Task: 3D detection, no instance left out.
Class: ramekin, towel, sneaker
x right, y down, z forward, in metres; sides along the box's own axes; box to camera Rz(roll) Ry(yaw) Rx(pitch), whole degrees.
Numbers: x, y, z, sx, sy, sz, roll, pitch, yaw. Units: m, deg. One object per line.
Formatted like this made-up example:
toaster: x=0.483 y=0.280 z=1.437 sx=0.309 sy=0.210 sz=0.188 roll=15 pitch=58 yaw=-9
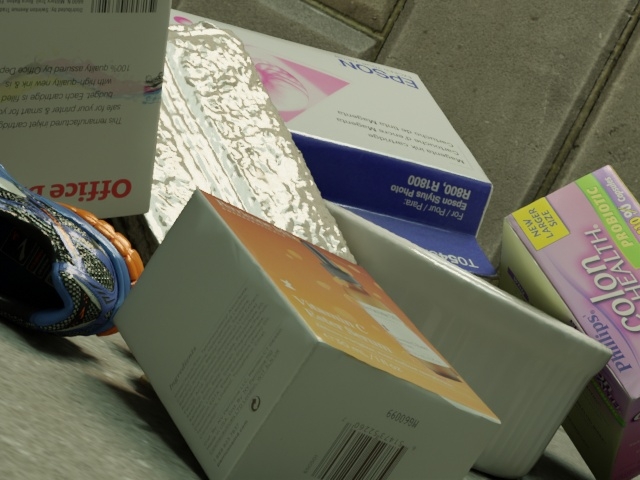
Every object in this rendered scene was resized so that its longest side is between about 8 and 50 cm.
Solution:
ramekin: x=0.091 y=0.086 z=1.364 sx=0.277 sy=0.135 sz=0.277 roll=28 pitch=2 yaw=-1
towel: x=-0.095 y=-0.069 z=1.257 sx=0.187 sy=0.049 sz=0.282 roll=-2 pitch=52 yaw=-39
sneaker: x=-0.204 y=-0.014 z=0.911 sx=0.221 sy=0.083 sz=0.087 roll=25 pitch=10 yaw=7

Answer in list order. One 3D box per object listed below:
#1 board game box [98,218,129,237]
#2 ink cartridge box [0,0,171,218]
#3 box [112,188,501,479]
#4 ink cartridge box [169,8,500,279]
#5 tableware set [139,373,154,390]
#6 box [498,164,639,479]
board game box: x=-0.185 y=-0.007 z=1.287 sx=0.160 sy=0.047 sz=0.210 roll=26 pitch=3 yaw=-29
ink cartridge box: x=-0.218 y=-0.142 z=1.111 sx=0.171 sy=0.232 sz=0.168 roll=-6 pitch=23 yaw=-38
box: x=-0.012 y=0.067 z=0.851 sx=0.130 sy=0.091 sz=0.170 roll=25 pitch=14 yaw=-35
ink cartridge box: x=-0.002 y=-0.104 z=1.593 sx=0.324 sy=0.071 sz=0.330 roll=12 pitch=26 yaw=-26
tableware set: x=-0.049 y=0.077 z=0.983 sx=0.141 sy=0.020 sz=0.168 roll=24 pitch=20 yaw=-19
box: x=0.274 y=0.089 z=1.556 sx=0.213 sy=0.117 sz=0.243 roll=58 pitch=-11 yaw=27
